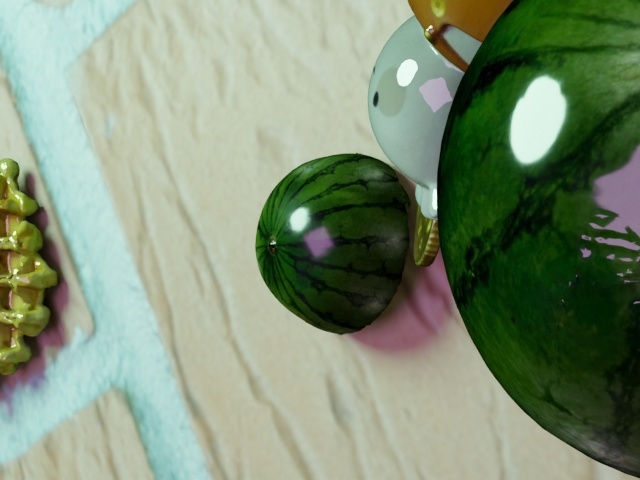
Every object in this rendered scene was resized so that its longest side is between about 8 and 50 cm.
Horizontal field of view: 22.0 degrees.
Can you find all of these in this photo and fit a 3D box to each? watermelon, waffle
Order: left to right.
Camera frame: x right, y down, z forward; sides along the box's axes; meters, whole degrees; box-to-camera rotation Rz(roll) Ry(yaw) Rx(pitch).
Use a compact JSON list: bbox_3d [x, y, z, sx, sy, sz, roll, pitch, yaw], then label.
[{"bbox_3d":[-0.258,0.026,1.162,0.191,0.038,0.191,0,91,40],"label":"waffle"},{"bbox_3d":[0.000,0.000,0.926,0.105,0.062,0.105,-7,80,48],"label":"watermelon"},{"bbox_3d":[0.164,-0.018,0.660,0.242,0.242,0.242,0,90,40],"label":"watermelon"}]

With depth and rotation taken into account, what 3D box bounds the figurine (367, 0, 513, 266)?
[{"bbox_3d":[0.095,-0.101,0.815,0.143,0.143,0.271,34,136,35],"label":"figurine"}]
